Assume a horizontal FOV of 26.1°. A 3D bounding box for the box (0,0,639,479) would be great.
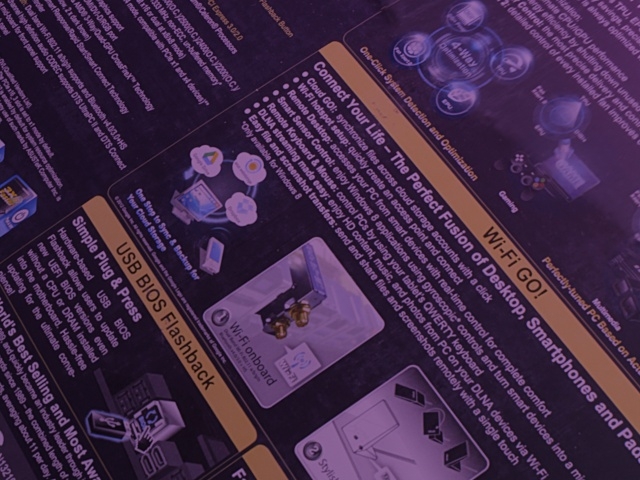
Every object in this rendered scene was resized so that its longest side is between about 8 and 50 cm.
[{"bbox_3d":[0.000,0.000,0.495,0.318,0.097,0.395,-36,59,-4],"label":"box"}]
